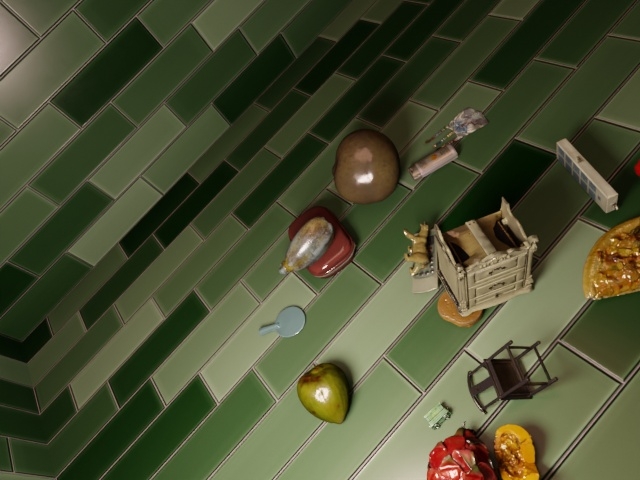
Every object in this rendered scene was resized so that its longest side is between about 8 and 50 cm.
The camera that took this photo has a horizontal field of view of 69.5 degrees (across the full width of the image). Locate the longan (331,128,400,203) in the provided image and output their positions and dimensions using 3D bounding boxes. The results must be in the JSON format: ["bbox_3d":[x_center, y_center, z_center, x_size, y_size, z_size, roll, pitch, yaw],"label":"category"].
[{"bbox_3d":[0.214,-0.350,2.192,0.361,0.361,0.361,-16,53,22],"label":"longan"}]

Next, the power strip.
[{"bbox_3d":[1.019,-0.249,1.768,0.043,0.106,0.367,-27,50,11],"label":"power strip"}]

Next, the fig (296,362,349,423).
[{"bbox_3d":[0.022,0.596,1.774,0.203,0.203,0.225,-25,90,15],"label":"fig"}]

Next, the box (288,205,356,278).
[{"bbox_3d":[0.000,0.000,2.218,0.263,0.108,0.404,-38,48,3],"label":"box"}]

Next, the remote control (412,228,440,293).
[{"bbox_3d":[0.438,0.088,1.924,0.123,0.038,0.285,-17,52,39],"label":"remote control"}]

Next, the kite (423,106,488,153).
[{"bbox_3d":[0.649,-0.538,2.249,0.310,0.015,0.169,-30,49,7],"label":"kite"}]

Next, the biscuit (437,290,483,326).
[{"bbox_3d":[0.540,0.250,1.765,0.170,0.050,0.170,-11,52,14],"label":"biscuit"}]

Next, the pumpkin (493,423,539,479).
[{"bbox_3d":[0.596,0.670,1.409,0.119,0.108,0.183,-7,49,19],"label":"pumpkin"}]

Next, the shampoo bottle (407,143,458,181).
[{"bbox_3d":[0.529,-0.368,2.178,0.227,0.056,0.086,-30,48,11],"label":"shampoo bottle"}]

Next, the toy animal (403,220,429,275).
[{"bbox_3d":[0.406,0.028,1.913,0.101,0.103,0.219,-10,55,22],"label":"toy animal"}]

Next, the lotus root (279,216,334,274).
[{"bbox_3d":[-0.063,0.041,2.056,0.322,0.158,0.140,-52,49,5],"label":"lotus root"}]

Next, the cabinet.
[{"bbox_3d":[0.583,0.064,1.648,0.290,0.318,0.227,-21,50,2],"label":"cabinet"}]

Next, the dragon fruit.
[{"bbox_3d":[0.450,0.704,1.430,0.233,0.234,0.293,-2,23,30],"label":"dragon fruit"}]

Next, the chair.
[{"bbox_3d":[0.622,0.455,1.527,0.260,0.141,0.155,117,152,-46],"label":"chair"}]

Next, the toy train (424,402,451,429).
[{"bbox_3d":[0.409,0.612,1.609,0.093,0.038,0.056,-43,42,0],"label":"toy train"}]

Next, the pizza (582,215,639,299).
[{"bbox_3d":[1.014,0.060,1.585,0.268,0.087,0.258,-20,49,22],"label":"pizza"}]

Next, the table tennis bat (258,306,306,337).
[{"bbox_3d":[-0.176,0.388,2.116,0.237,0.038,0.149,-21,53,12],"label":"table tennis bat"}]

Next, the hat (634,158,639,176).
[{"bbox_3d":[1.272,-0.319,1.592,0.332,0.242,0.274,-22,37,34],"label":"hat"}]
